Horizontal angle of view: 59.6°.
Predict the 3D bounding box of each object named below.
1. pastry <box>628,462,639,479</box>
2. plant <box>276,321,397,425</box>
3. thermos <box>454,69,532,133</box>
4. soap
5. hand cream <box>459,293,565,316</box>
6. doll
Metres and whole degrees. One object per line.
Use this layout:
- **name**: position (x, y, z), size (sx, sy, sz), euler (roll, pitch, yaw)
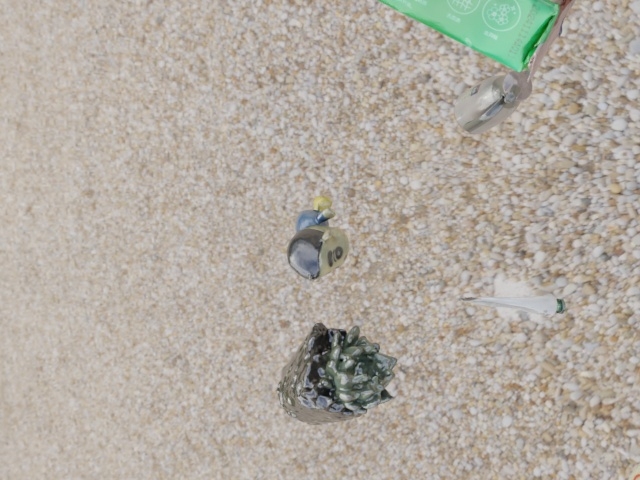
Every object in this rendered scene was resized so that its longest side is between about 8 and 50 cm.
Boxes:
- **pastry**: position (1.012, 0.783, 1.645), size (0.133, 0.265, 0.265), euler (4, 101, 0)
- **plant**: position (0.022, 0.203, 0.847), size (0.194, 0.129, 0.132), euler (-39, 37, 46)
- **thermos**: position (0.369, -0.292, 1.204), size (0.105, 0.137, 0.193), euler (44, 168, -7)
- **soap**: position (0.154, -0.309, 0.621), size (0.273, 0.218, 0.098), euler (31, 144, 10)
- **hand cream**: position (0.629, 0.202, 1.817), size (0.121, 0.336, 0.076), euler (128, 146, -76)
- **doll**: position (0.000, 0.000, 0.825), size (0.089, 0.179, 0.102), euler (12, 126, 3)
